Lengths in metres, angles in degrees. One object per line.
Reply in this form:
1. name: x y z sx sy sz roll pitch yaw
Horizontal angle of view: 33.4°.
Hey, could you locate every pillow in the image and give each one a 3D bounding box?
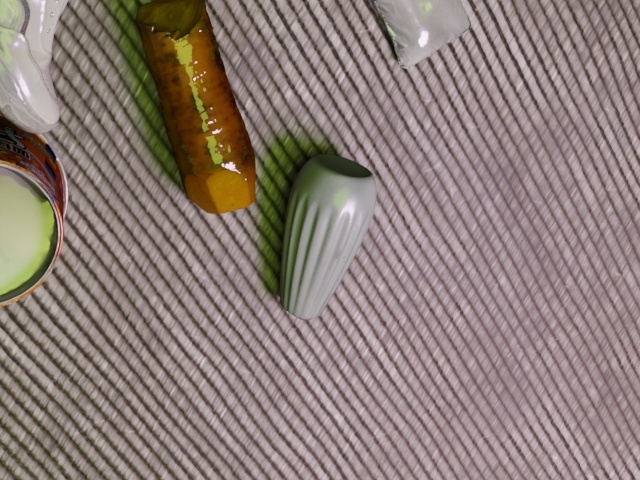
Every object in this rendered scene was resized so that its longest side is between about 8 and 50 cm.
1. pillow: 0.129 -0.372 1.553 0.128 0.051 0.229 -31 117 -5

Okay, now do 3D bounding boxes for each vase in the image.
1. vase: 0.000 0.000 1.596 0.128 0.128 0.248 8 114 -22

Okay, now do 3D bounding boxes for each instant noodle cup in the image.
1. instant noodle cup: -0.444 -0.034 1.382 0.250 0.192 0.251 -6 109 -17

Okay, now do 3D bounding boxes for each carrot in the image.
1. carrot: -0.167 -0.184 1.479 0.114 0.114 0.302 -21 113 -12

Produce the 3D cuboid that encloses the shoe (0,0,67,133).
1. shoe: -0.372 -0.312 1.348 0.210 0.132 0.342 -24 111 -8
